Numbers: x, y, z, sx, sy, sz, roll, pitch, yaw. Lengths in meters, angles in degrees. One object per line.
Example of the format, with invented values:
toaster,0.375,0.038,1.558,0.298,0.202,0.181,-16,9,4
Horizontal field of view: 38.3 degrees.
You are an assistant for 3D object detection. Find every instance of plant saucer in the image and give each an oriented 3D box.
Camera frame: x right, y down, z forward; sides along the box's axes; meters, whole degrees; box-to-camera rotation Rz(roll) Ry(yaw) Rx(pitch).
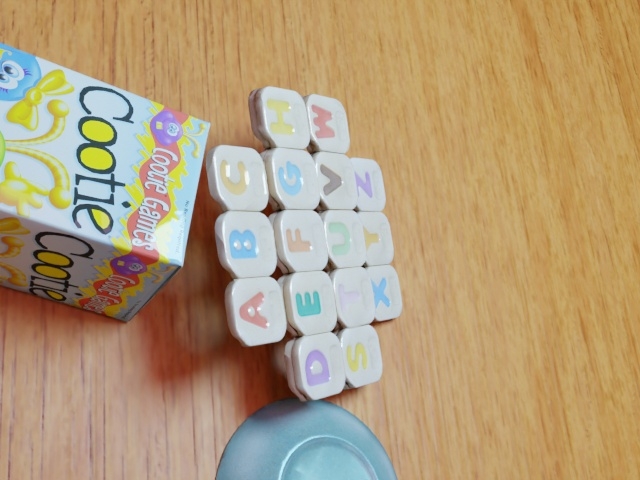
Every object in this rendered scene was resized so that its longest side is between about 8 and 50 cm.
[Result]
plant saucer,0.002,0.231,0.825,0.194,0.037,0.195,14,60,-26

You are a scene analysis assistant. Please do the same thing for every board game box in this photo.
board game box,-0.250,-0.055,0.743,0.275,0.142,0.144,19,59,-22

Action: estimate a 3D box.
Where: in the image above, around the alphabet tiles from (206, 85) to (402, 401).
alphabet tiles,0.000,0.000,0.861,0.278,0.021,0.284,-1,81,-56
